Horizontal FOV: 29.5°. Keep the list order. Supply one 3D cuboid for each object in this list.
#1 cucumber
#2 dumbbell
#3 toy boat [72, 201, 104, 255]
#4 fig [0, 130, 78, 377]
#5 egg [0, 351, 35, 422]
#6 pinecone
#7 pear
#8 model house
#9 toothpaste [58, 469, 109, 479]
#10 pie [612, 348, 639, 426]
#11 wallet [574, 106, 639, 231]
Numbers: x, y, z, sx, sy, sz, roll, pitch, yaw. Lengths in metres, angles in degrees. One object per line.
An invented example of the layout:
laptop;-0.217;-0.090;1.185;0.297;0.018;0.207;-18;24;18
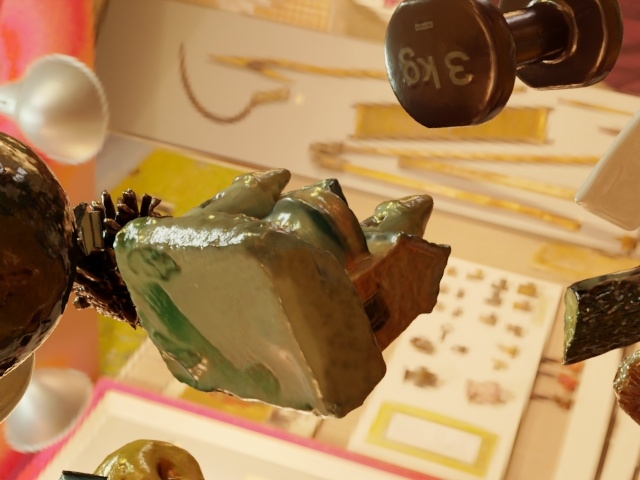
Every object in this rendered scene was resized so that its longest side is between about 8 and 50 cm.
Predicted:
cucumber;0.345;0.047;1.164;0.077;0.265;0.077;164;90;-87
dumbbell;0.176;-0.188;1.156;0.225;0.140;0.124;-22;-73;-41
toy boat;-0.441;0.020;1.592;0.291;0.210;0.070;-45;14;-1
fig;-0.255;0.000;0.823;0.245;0.195;0.195;-95;14;-73
egg;-0.554;0.224;1.986;0.209;0.151;0.151;-53;-22;-22
pinecone;-0.279;0.022;1.716;0.208;0.208;0.207;15;-90;-76
pear;-0.241;0.358;1.653;0.178;0.178;0.178;15;-90;-76
model house;0.000;0.000;1.235;0.325;0.267;0.194;-36;-65;-35
toothpaste;-0.178;0.295;0.965;0.066;0.053;0.272;-64;28;20
pie;0.616;0.273;2.170;0.046;0.195;0.195;-58;-22;-50
wallet;0.397;-0.092;1.505;0.190;0.095;0.033;-59;7;40
